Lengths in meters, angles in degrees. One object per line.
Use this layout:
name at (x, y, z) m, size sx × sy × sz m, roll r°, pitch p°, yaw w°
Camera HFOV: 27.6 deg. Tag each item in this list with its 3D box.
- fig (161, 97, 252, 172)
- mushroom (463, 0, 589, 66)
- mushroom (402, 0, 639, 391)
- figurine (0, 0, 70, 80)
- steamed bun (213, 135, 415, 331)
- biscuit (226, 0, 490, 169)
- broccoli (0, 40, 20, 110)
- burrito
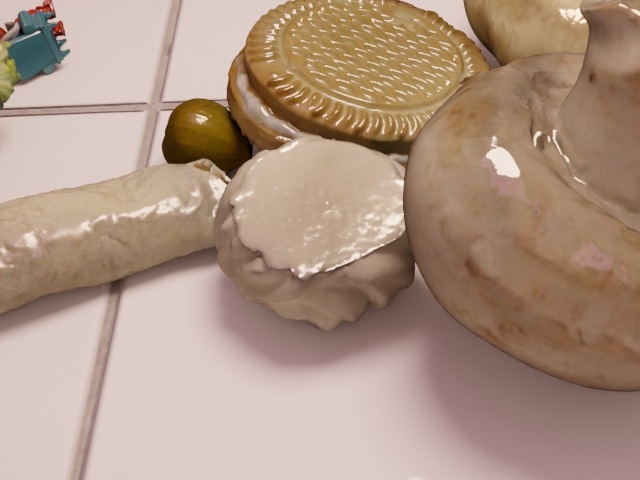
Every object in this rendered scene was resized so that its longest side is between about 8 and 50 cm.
fig at (-0.104, -0.095, 1.232) m, size 0.088 × 0.074 × 0.074 m, roll 16°, pitch 45°, yaw 5°
mushroom at (0.262, -0.255, 1.245) m, size 0.260 × 0.234 × 0.254 m, roll 8°, pitch 48°, yaw 14°
mushroom at (0.217, -0.044, 0.967) m, size 0.297 × 0.290 × 0.297 m, roll 11°, pitch 43°, yaw -11°
figurine at (-0.340, -0.205, 1.384) m, size 0.140 × 0.068 × 0.075 m, roll -17°, pitch 47°, yaw -3°
steamed bun at (0.000, 0.000, 1.092) m, size 0.183 × 0.106 × 0.183 m, roll -4°, pitch 51°, yaw 5°
biscuit at (0.037, -0.149, 1.238) m, size 0.259 × 0.079 × 0.259 m, roll 7°, pitch 40°, yaw -6°
broccoli at (-0.408, -0.145, 1.191) m, size 0.263 × 0.243 × 0.247 m, roll -10°, pitch 29°, yaw -12°
burrito at (-0.250, 0.006, 1.138) m, size 0.392 × 0.076 × 0.117 m, roll -16°, pitch 38°, yaw -14°
